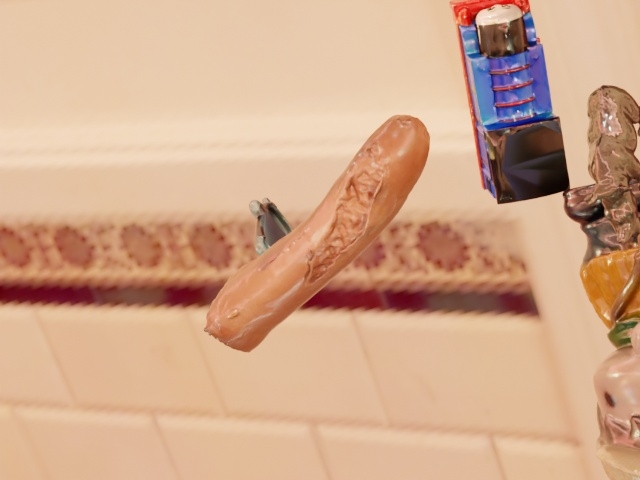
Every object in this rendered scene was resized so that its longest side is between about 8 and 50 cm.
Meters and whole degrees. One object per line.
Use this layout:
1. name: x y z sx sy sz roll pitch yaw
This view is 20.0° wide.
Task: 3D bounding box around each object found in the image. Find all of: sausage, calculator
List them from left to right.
1. calculator: -0.047 0.000 1.956 0.019 0.094 0.141 -33 23 15
2. sausage: 0.000 0.000 1.673 0.304 0.078 0.078 -44 13 29

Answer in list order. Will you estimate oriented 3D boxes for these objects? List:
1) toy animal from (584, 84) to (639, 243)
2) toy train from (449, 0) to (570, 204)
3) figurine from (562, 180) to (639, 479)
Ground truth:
1. toy animal: 0.225 -0.056 1.378 0.047 0.065 0.135 -12 57 30
2. toy train: 0.193 -0.146 1.850 0.083 0.204 0.131 -12 15 -1
3. figurine: 0.345 0.100 1.773 0.204 0.332 0.185 13 -21 -42
